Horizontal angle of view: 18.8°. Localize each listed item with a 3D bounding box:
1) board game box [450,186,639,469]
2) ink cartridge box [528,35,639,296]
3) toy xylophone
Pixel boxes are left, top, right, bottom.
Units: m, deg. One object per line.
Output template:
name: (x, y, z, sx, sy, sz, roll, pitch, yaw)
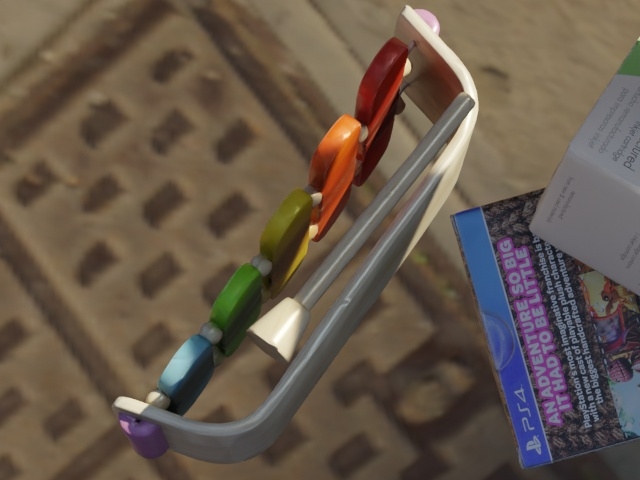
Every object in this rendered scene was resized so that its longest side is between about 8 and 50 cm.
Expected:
board game box: (0.284, 0.048, 1.716, 0.291, 0.141, 0.232, -15, 90, 5)
ink cartridge box: (0.370, -0.015, 1.521, 0.353, 0.119, 0.207, 31, 55, 7)
toy xylophone: (0.000, 0.000, 1.155, 0.081, 0.236, 0.322, 34, 69, 7)
